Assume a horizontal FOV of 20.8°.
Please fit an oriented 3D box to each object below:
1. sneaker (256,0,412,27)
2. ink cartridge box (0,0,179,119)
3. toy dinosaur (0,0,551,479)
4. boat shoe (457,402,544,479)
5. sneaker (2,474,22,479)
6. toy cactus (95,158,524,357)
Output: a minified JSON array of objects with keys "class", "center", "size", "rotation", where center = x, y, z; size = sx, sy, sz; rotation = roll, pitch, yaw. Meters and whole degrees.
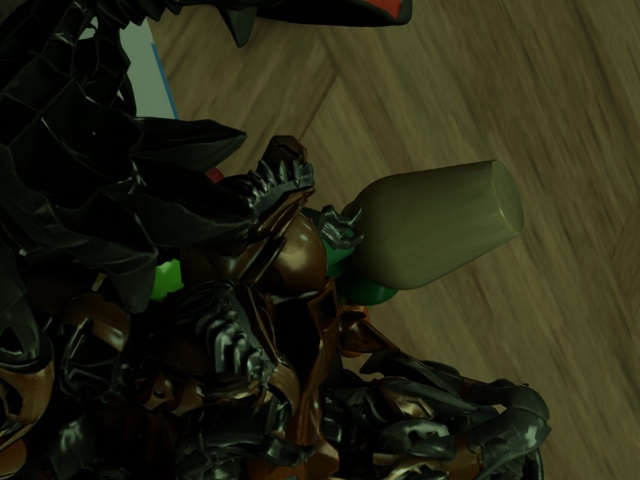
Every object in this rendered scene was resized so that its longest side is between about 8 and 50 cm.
[{"class":"sneaker","center":[-0.036,-0.184,0.770],"size":[0.270,0.090,0.145],"rotation":[10,86,-54]},{"class":"ink cartridge box","center":[-0.118,-0.057,0.623],"size":[0.052,0.122,0.088],"rotation":[-42,125,-43]},{"class":"toy dinosaur","center":[-0.085,0.016,0.525],"size":[0.218,0.322,0.164],"rotation":[111,-26,-44]},{"class":"boat shoe","center":[0.031,0.124,0.768],"size":[0.340,0.113,0.127],"rotation":[15,75,-72]},{"class":"sneaker","center":[-0.136,0.161,0.657],"size":[0.123,0.106,0.290],"rotation":[108,-23,-86]},{"class":"toy cactus","center":[0.000,0.000,0.767],"size":[0.219,0.180,0.112],"rotation":[30,47,-58]}]
